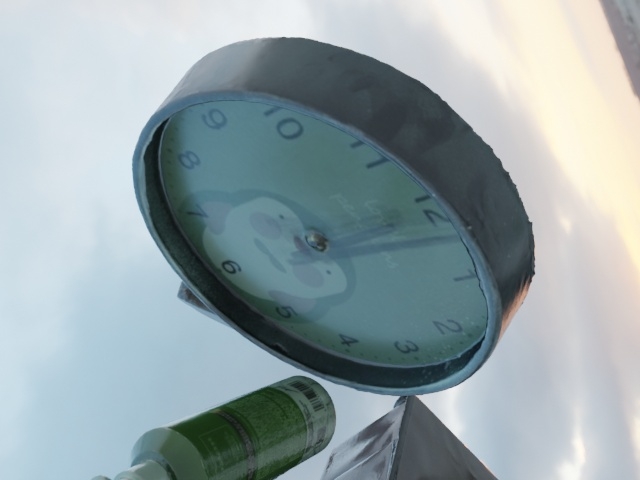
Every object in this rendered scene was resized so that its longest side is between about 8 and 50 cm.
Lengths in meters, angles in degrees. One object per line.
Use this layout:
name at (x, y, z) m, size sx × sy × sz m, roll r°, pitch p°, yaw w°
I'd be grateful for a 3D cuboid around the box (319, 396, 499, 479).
box at (0.123, 0.343, 0.849) m, size 0.252 × 0.153 × 0.188 m, roll 46°, pitch -153°, yaw -8°

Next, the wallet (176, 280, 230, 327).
wallet at (-0.075, 0.147, 1.145) m, size 0.042 × 0.310 × 0.165 m, roll -65°, pitch -17°, yaw -7°

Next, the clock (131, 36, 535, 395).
clock at (0.000, -0.001, 0.570) m, size 0.319 × 0.319 × 0.066 m, roll 55°, pitch -131°, yaw -25°

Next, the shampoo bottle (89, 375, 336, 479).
shampoo bottle at (-0.061, 0.135, 0.459) m, size 0.204 × 0.065 × 0.065 m, roll -4°, pitch -106°, yaw -61°
